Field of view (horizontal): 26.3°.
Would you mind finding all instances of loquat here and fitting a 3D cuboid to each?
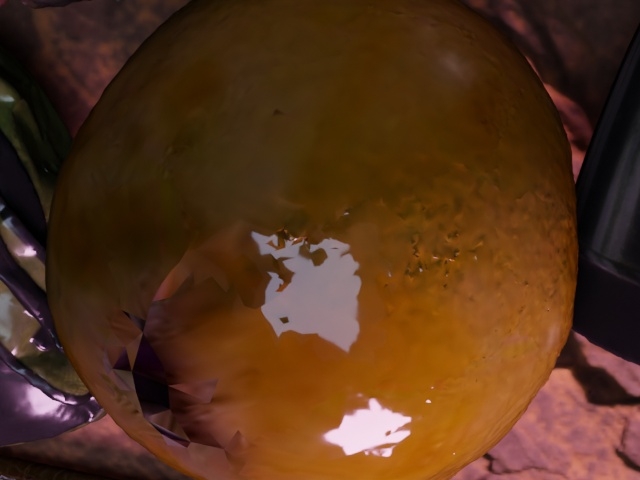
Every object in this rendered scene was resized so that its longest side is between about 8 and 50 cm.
[{"bbox_3d":[0.000,0.000,0.654,0.263,0.263,0.263,2,111,6],"label":"loquat"}]

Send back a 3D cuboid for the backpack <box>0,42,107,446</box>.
[{"bbox_3d":[-0.218,0.003,0.744,0.207,0.140,0.253,-12,113,9],"label":"backpack"}]

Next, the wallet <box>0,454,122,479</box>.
[{"bbox_3d":[-0.142,0.207,0.867,0.243,0.039,0.133,12,112,3],"label":"wallet"}]

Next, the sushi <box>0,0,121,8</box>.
[{"bbox_3d":[-0.051,-0.208,0.601,0.270,0.236,0.171,-18,89,6],"label":"sushi"}]

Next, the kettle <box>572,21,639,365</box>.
[{"bbox_3d":[0.243,-0.068,0.617,0.207,0.251,0.271,5,104,-26],"label":"kettle"}]
